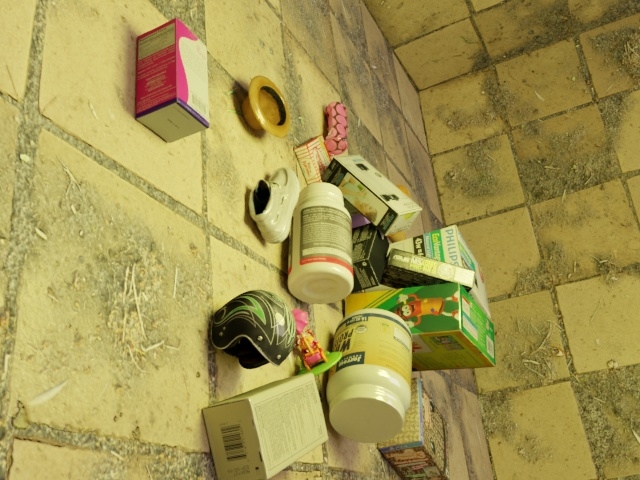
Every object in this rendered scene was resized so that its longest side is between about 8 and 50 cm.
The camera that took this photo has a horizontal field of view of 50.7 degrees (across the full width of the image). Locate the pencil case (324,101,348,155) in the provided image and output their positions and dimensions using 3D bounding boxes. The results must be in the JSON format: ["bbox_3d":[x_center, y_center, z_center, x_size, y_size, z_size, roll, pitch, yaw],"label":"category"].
[{"bbox_3d":[0.054,-0.410,2.437,0.098,0.095,0.209,35,38,-35],"label":"pencil case"}]

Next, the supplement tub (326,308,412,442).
[{"bbox_3d":[0.136,0.368,1.858,0.228,0.228,0.316,60,24,-31],"label":"supplement tub"}]

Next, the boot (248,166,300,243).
[{"bbox_3d":[-0.122,-0.124,1.761,0.123,0.095,0.258,61,24,-46],"label":"boot"}]

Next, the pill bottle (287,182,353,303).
[{"bbox_3d":[0.000,0.000,1.864,0.176,0.176,0.319,50,31,-46],"label":"pill bottle"}]

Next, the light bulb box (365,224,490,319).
[{"bbox_3d":[0.387,0.164,2.457,0.358,0.361,0.225,47,33,-49],"label":"light bulb box"}]

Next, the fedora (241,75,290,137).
[{"bbox_3d":[-0.160,-0.360,1.868,0.194,0.079,0.194,38,43,-48],"label":"fedora"}]

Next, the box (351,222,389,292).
[{"bbox_3d":[0.097,0.056,2.058,0.261,0.184,0.103,-65,136,-60],"label":"box"}]

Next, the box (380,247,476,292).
[{"bbox_3d":[0.328,0.117,2.128,0.216,0.270,0.060,101,5,-70],"label":"box"}]

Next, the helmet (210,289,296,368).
[{"bbox_3d":[-0.130,0.186,1.417,0.169,0.161,0.169,50,31,-46],"label":"helmet"}]

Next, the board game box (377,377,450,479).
[{"bbox_3d":[0.306,0.632,2.210,0.291,0.141,0.232,57,26,-38],"label":"board game box"}]

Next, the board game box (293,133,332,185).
[{"bbox_3d":[-0.014,-0.255,2.202,0.147,0.045,0.193,68,22,-13],"label":"board game box"}]

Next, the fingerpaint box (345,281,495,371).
[{"bbox_3d":[0.334,0.293,2.199,0.445,0.371,0.163,41,46,-54],"label":"fingerpaint box"}]

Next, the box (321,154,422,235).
[{"bbox_3d":[0.162,-0.148,2.131,0.290,0.087,0.169,45,29,21],"label":"box"}]

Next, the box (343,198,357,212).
[{"bbox_3d":[0.082,-0.115,2.186,0.324,0.063,0.067,-11,82,-51],"label":"box"}]

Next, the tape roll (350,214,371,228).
[{"bbox_3d":[0.152,-0.104,2.450,0.275,0.090,0.275,49,33,-47],"label":"tape roll"}]

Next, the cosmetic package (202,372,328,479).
[{"bbox_3d":[-0.104,0.384,1.407,0.309,0.113,0.160,7,68,-68],"label":"cosmetic package"}]

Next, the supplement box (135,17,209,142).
[{"bbox_3d":[-0.311,-0.337,1.426,0.111,0.114,0.220,38,42,-55],"label":"supplement box"}]

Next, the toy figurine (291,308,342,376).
[{"bbox_3d":[-0.040,0.245,1.701,0.159,0.130,0.173,62,0,-4],"label":"toy figurine"}]

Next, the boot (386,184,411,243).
[{"bbox_3d":[0.253,-0.145,2.463,0.211,0.104,0.295,52,33,-43],"label":"boot"}]
